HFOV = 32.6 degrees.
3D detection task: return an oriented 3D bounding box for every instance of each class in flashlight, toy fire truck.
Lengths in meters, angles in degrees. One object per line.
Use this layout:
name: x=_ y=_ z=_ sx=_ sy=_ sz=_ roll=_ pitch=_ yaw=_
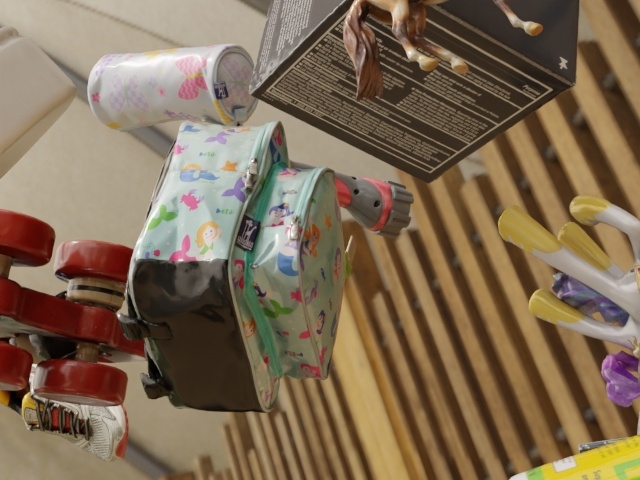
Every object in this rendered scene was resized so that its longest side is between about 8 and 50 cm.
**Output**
flashlight: x=0.013 y=-0.081 z=1.928 sx=0.304 sy=0.103 sz=0.103 roll=12 pitch=-4 yaw=-27
toy fire truck: x=-0.344 y=0.083 z=1.189 sx=0.254 sy=0.169 sz=0.302 roll=-6 pitch=-19 yaw=40

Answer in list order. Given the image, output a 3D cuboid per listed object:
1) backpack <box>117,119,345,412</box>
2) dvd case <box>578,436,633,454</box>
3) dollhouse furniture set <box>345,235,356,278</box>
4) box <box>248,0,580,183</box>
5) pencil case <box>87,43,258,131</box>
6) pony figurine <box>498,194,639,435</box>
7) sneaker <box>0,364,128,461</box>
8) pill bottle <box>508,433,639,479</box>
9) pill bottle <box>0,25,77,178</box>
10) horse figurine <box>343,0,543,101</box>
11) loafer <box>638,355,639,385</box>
backpack: x=-0.074 y=0.010 z=1.037 sx=0.191 sy=0.253 sz=0.225 roll=-4 pitch=-42 yaw=6
dvd case: x=0.360 y=0.262 z=1.254 sx=0.120 sy=0.013 sz=0.087 roll=-10 pitch=-64 yaw=9
dollhouse furniture set: x=0.000 y=0.000 z=1.332 sx=0.076 sy=0.058 sz=0.151 roll=7 pitch=-34 yaw=20
box: x=0.119 y=-0.255 z=1.375 sx=0.296 sy=0.182 sz=0.294 roll=24 pitch=-32 yaw=-23
pencil case: x=-0.225 y=-0.231 z=1.668 sx=0.273 sy=0.124 sz=0.113 roll=3 pitch=26 yaw=32
pony figurine: x=0.414 y=0.110 z=1.335 sx=0.303 sy=0.363 sz=0.351 roll=-45 pitch=-41 yaw=-13
sneaker: x=-0.338 y=0.231 z=1.428 sx=0.093 sy=0.225 sz=0.088 roll=-10 pitch=-65 yaw=-53
pill bottle: x=0.266 y=0.193 z=0.757 sx=0.246 sy=0.136 sz=0.136 roll=-20 pitch=-26 yaw=7
pill bottle: x=-0.279 y=-0.138 z=0.490 sx=0.188 sy=0.334 sz=0.188 roll=-43 pitch=10 yaw=10
horse figurine: x=0.121 y=-0.241 z=1.064 sx=0.263 sy=0.174 sz=0.066 roll=-31 pitch=-33 yaw=-11
loafer: x=0.390 y=0.159 z=1.190 sx=0.220 sy=0.080 sz=0.078 roll=34 pitch=-92 yaw=-47
